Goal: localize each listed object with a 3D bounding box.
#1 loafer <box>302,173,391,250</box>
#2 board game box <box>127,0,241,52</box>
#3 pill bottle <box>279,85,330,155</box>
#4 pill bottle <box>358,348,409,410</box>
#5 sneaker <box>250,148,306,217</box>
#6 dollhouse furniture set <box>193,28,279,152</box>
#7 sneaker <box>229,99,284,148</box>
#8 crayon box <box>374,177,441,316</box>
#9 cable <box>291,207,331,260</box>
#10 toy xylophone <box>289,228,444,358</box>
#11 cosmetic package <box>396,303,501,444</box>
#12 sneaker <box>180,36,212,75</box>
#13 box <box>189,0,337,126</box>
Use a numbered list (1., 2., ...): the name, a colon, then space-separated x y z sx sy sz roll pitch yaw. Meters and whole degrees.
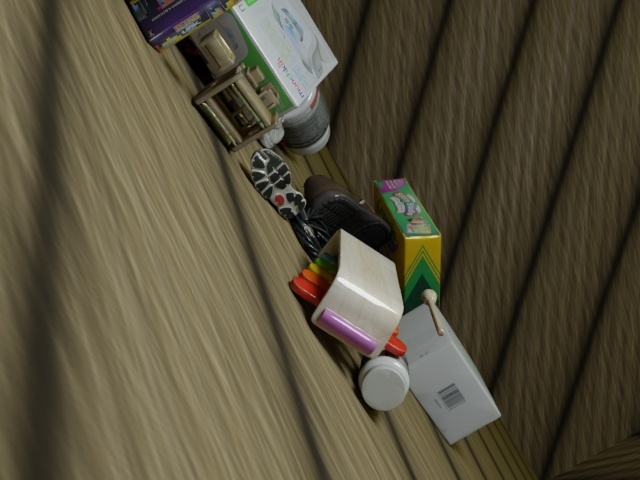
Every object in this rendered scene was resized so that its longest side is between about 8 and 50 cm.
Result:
1. loafer: 0.069 -0.069 1.795 0.130 0.134 0.366 63 9 30
2. board game box: -0.230 -0.412 1.176 0.141 0.170 0.048 59 4 18
3. pill bottle: -0.066 -0.327 1.833 0.161 0.161 0.283 60 2 18
4. pill bottle: 0.098 0.209 1.108 0.078 0.078 0.137 57 8 -2
5. sneaker: -0.090 -0.105 1.308 0.071 0.068 0.170 45 -11 39
6. dollhouse furniture set: -0.163 -0.272 1.245 0.182 0.101 0.161 54 16 -26
7. sneaker: -0.107 -0.276 1.589 0.090 0.115 0.232 59 8 10
8. crayon box: 0.230 0.042 1.983 0.363 0.106 0.313 -108 -168 -61
9. cable: 0.000 0.000 1.431 0.150 0.047 0.184 62 8 26
10. toy xylophone: 0.082 0.087 1.169 0.236 0.081 0.322 34 15 0
11. cosmetic package: 0.274 0.293 1.640 0.224 0.138 0.224 55 7 -18
12. sneaker: -0.232 -0.394 1.457 0.279 0.107 0.118 48 29 -32
13. box: -0.118 -0.391 1.415 0.262 0.127 0.231 56 37 -19
